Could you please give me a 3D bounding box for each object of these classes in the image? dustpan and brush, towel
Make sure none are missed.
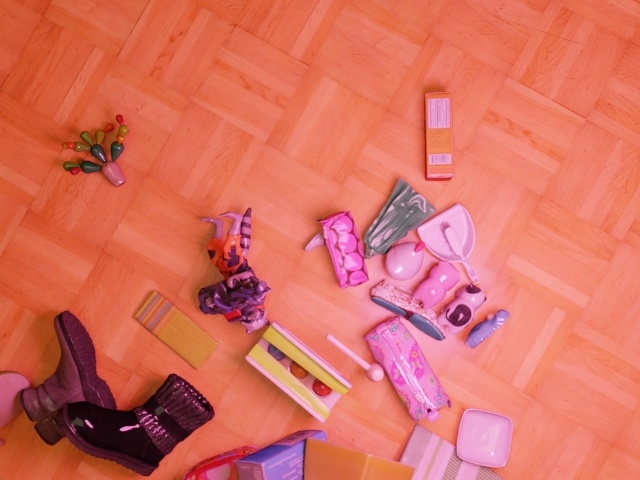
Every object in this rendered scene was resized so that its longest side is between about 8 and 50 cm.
[{"bbox_3d":[0.377,0.026,1.730,0.147,0.060,0.211,-31,105,-1],"label":"dustpan and brush"},{"bbox_3d":[0.345,0.678,1.675,0.325,0.038,0.248,31,61,4],"label":"towel"},{"bbox_3d":[-0.404,0.251,1.774,0.237,0.021,0.102,39,95,2],"label":"towel"}]

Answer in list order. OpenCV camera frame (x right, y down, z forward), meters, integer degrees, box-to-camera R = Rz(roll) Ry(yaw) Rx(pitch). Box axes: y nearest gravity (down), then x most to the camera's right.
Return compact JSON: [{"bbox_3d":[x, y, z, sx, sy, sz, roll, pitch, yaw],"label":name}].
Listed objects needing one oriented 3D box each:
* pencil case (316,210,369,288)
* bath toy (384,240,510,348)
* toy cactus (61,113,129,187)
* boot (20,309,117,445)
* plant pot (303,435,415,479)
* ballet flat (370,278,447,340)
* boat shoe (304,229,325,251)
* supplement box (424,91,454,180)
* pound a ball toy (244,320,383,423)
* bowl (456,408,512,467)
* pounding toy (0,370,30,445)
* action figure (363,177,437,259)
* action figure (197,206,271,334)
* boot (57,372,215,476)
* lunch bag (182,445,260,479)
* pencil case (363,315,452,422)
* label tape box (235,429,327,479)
[{"bbox_3d":[0.062,0.028,1.715,0.095,0.098,0.209,-15,95,38],"label":"pencil case"},{"bbox_3d":[0.333,0.122,1.686,0.348,0.151,0.129,41,127,0],"label":"bath toy"},{"bbox_3d":[-0.609,-0.235,1.768,0.219,0.112,0.180,-35,97,-8],"label":"toy cactus"},{"bbox_3d":[-0.724,0.380,1.729,0.222,0.118,0.338,-21,88,2],"label":"boot"},{"bbox_3d":[0.080,0.624,1.587,0.212,0.212,0.187,0,68,42],"label":"plant pot"},{"bbox_3d":[0.251,0.182,1.724,0.241,0.091,0.077,32,66,-1],"label":"ballet flat"},{"bbox_3d":[0.000,0.000,1.761,0.100,0.035,0.035,-44,84,-7],"label":"boat shoe"},{"bbox_3d":[0.325,-0.284,1.739,0.080,0.078,0.233,1,87,5],"label":"supplement box"},{"bbox_3d":[-0.014,0.332,1.699,0.319,0.136,0.208,38,85,4],"label":"pound a ball toy"},{"bbox_3d":[0.438,0.531,1.708,0.142,0.053,0.142,13,81,1],"label":"bowl"},{"bbox_3d":[-0.920,0.441,1.728,0.110,0.183,0.237,29,93,28],"label":"pounding toy"},{"bbox_3d":[0.195,-0.040,1.740,0.137,0.063,0.232,40,86,1],"label":"action figure"},{"bbox_3d":[-0.198,0.083,1.675,0.178,0.341,0.330,-18,96,-40],"label":"action figure"},{"bbox_3d":[-0.475,0.450,1.659,0.260,0.131,0.348,-44,129,3],"label":"boot"},{"bbox_3d":[-0.244,0.725,1.704,0.258,0.120,0.293,-21,88,6],"label":"lunch bag"},{"bbox_3d":[0.232,0.346,1.696,0.124,0.124,0.284,-30,86,1],"label":"pencil case"},{"bbox_3d":[-0.067,0.697,1.624,0.115,0.249,0.348,-11,88,39],"label":"label tape box"}]
